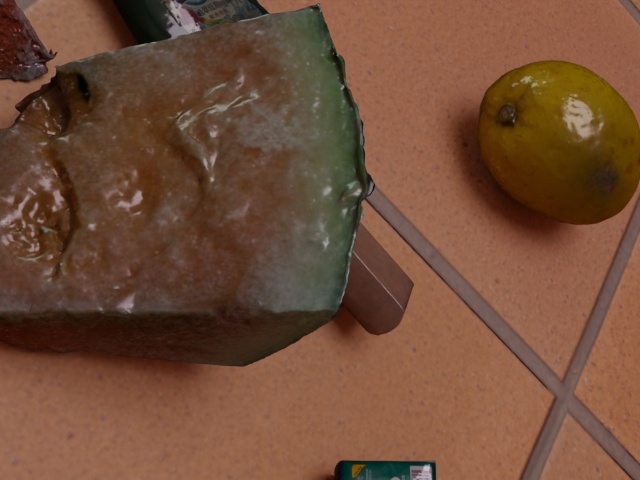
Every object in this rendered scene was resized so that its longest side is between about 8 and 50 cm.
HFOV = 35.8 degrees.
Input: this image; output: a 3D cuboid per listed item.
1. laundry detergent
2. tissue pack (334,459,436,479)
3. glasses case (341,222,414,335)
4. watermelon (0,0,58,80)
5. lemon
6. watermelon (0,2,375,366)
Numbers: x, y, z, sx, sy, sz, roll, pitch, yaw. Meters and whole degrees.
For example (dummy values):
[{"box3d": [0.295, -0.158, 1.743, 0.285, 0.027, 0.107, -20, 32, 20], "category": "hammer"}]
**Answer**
[{"box3d": [-0.140, -0.243, 0.911, 0.222, 0.078, 0.144, 53, 46, -2], "category": "laundry detergent"}, {"box3d": [0.052, 0.246, 0.828, 0.085, 0.079, 0.111, 2, 64, -3], "category": "tissue pack"}, {"box3d": [0.000, 0.000, 0.918, 0.193, 0.070, 0.102, 48, 21, -6], "category": "glasses case"}, {"box3d": [-0.302, -0.183, 0.780, 0.098, 0.121, 0.158, -58, 152, -24], "category": "watermelon"}, {"box3d": [0.268, -0.107, 1.103, 0.207, 0.170, 0.170, 29, 54, -33], "category": "lemon"}, {"box3d": [-0.114, -0.038, 0.766, 0.302, 0.151, 0.264, -5, 66, 0], "category": "watermelon"}]
